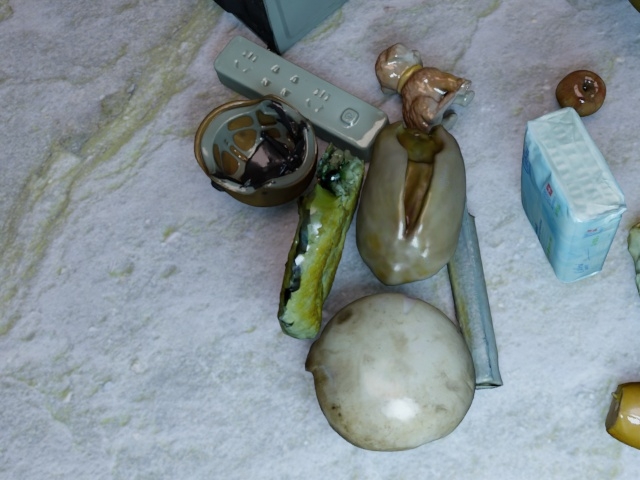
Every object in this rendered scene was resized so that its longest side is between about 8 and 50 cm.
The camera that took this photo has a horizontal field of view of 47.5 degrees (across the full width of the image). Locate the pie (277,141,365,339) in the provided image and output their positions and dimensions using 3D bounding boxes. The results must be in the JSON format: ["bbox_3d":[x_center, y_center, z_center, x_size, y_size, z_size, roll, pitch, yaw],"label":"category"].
[{"bbox_3d":[0.000,0.000,1.107,0.078,0.371,0.296,13,104,5],"label":"pie"}]

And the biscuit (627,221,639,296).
[{"bbox_3d":[0.597,0.112,1.063,0.329,0.078,0.335,20,52,16],"label":"biscuit"}]

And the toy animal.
[{"bbox_3d":[0.150,-0.255,1.305,0.185,0.104,0.184,41,87,16],"label":"toy animal"}]

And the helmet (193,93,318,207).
[{"bbox_3d":[-0.102,-0.142,1.276,0.224,0.130,0.198,24,69,27],"label":"helmet"}]

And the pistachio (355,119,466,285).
[{"bbox_3d":[0.147,-0.058,1.175,0.166,0.197,0.288,13,62,2],"label":"pistachio"}]

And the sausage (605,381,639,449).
[{"bbox_3d":[0.572,0.279,1.018,0.328,0.112,0.112,15,71,12],"label":"sausage"}]

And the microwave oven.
[{"bbox_3d":[-0.118,-0.593,1.414,0.286,0.218,0.355,-40,68,-10],"label":"microwave oven"}]

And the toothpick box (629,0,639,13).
[{"bbox_3d":[0.672,-0.545,1.176,0.409,0.409,0.425,-8,73,5],"label":"toothpick box"}]

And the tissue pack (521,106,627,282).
[{"bbox_3d":[0.369,-0.057,1.099,0.089,0.263,0.177,-20,66,3],"label":"tissue pack"}]

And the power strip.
[{"bbox_3d":[-0.029,-0.263,1.351,0.385,0.062,0.091,32,79,19],"label":"power strip"}]

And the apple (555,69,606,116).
[{"bbox_3d":[0.456,-0.256,1.274,0.084,0.071,0.084,-2,76,6],"label":"apple"}]

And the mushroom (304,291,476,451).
[{"bbox_3d":[0.101,0.193,1.080,0.255,0.184,0.255,-4,67,10],"label":"mushroom"}]

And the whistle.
[{"bbox_3d":[0.241,0.076,1.173,0.057,0.068,0.326,6,65,-22],"label":"whistle"}]
